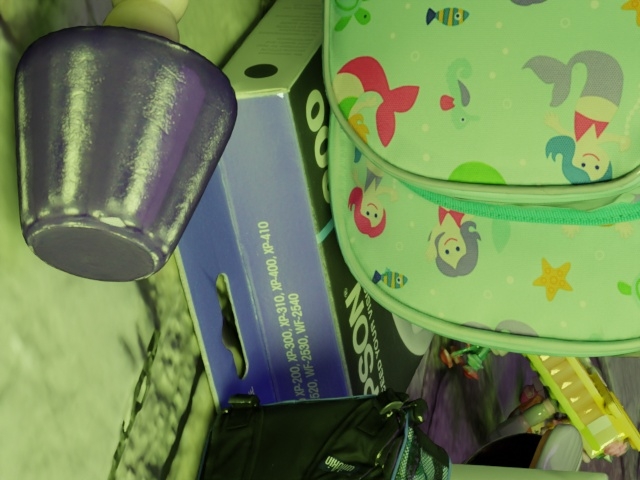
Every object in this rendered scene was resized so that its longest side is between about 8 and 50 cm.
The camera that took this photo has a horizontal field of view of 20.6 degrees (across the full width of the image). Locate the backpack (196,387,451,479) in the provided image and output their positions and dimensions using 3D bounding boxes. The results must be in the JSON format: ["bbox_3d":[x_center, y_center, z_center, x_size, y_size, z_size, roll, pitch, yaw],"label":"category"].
[{"bbox_3d":[-0.001,0.129,0.721,0.084,0.105,0.114,50,47,-41],"label":"backpack"}]

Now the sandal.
[{"bbox_3d":[0.089,0.185,1.025,0.102,0.076,0.265,-59,166,-30],"label":"sandal"}]

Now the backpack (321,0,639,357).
[{"bbox_3d":[0.109,-0.075,0.739,0.191,0.225,0.253,-1,97,-64],"label":"backpack"}]

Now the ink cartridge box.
[{"bbox_3d":[0.000,0.000,0.820,0.208,0.045,0.206,-57,141,-52],"label":"ink cartridge box"}]

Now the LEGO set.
[{"bbox_3d":[0.123,0.100,1.116,0.287,0.107,0.132,47,11,-54],"label":"LEGO set"}]

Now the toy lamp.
[{"bbox_3d":[-0.055,-0.117,0.633,0.080,0.080,0.275,56,38,-55],"label":"toy lamp"}]

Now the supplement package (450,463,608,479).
[{"bbox_3d":[0.057,0.240,0.816,0.194,0.149,0.203,-62,146,-52],"label":"supplement package"}]
